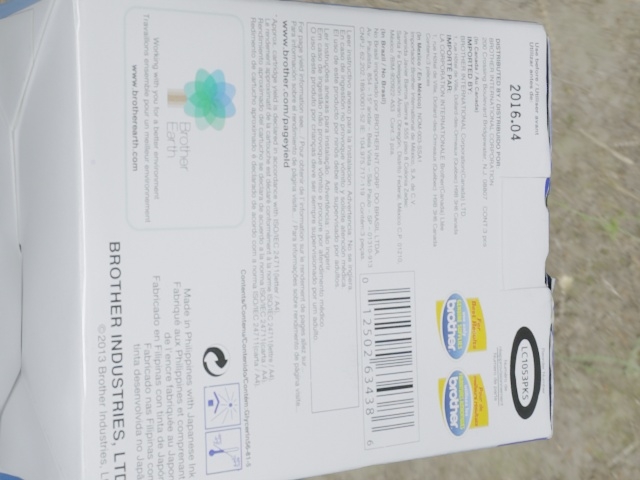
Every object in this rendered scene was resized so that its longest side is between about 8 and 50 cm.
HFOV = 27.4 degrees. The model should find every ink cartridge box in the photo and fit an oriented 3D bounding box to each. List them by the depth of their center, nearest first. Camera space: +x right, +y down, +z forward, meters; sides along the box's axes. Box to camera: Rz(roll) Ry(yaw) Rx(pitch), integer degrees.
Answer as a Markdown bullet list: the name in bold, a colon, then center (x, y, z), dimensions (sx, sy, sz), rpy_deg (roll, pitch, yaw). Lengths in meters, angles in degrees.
- **ink cartridge box**: center (0.000, 0.000, 0.801), dimensions (0.395, 0.151, 0.270), rpy_deg (-2, 92, -35)
